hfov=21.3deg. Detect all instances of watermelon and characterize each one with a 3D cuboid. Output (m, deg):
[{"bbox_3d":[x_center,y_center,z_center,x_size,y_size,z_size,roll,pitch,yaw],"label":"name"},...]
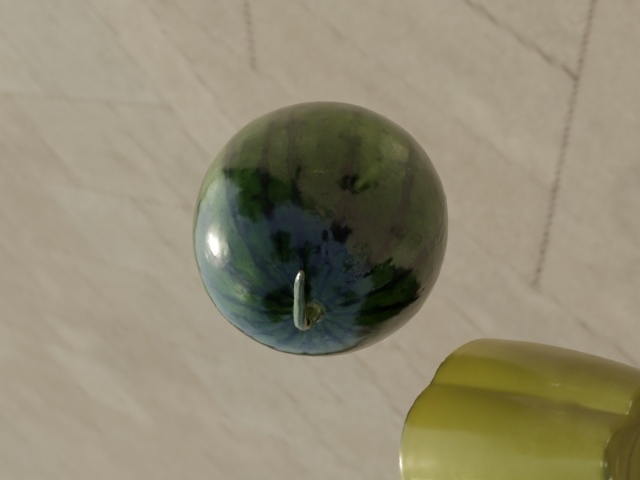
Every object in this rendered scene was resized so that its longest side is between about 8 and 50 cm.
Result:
[{"bbox_3d":[0.000,0.000,1.237,0.214,0.188,0.188,-89,-23,-47],"label":"watermelon"}]

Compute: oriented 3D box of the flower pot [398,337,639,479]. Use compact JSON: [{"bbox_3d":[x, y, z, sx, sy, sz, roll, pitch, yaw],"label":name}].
[{"bbox_3d":[0.183,0.165,1.198,0.179,0.195,0.195,-4,129,50],"label":"flower pot"}]
